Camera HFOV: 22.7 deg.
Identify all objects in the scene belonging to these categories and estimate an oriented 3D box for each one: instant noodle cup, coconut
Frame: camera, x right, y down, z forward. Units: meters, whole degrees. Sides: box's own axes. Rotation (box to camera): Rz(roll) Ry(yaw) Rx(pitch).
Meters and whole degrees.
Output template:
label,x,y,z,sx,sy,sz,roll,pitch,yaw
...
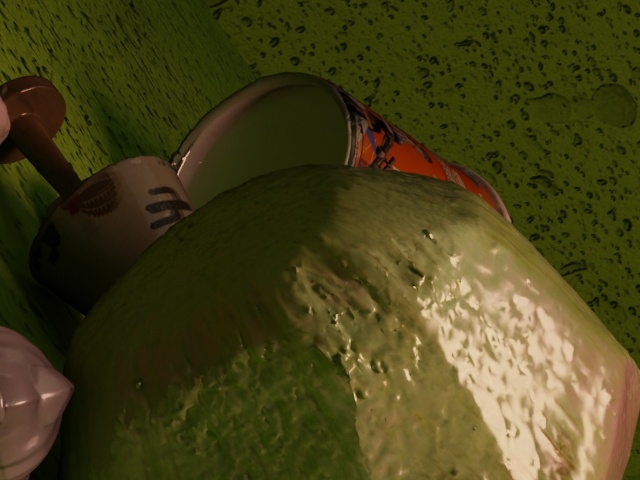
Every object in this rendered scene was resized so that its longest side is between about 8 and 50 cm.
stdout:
label,x,y,z,sx,sy,sz,roll,pitch,yaw
instant noodle cup,0.000,0.000,1.417,0.214,0.296,0.296,39,17,-42
coconut,0.023,0.123,0.879,0.328,0.328,0.281,52,-9,-23

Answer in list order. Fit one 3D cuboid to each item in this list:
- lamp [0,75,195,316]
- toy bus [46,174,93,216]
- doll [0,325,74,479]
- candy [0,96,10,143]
label,x,y,z,sx,sy,sz,roll,pitch,yaw
lamp,-0.155,-0.023,1.083,0.214,0.121,0.121,49,4,27
toy bus,-0.153,0.008,1.174,0.123,0.060,0.075,61,12,19
doll,-0.161,0.079,0.795,0.180,0.079,0.094,175,-96,-84
candy,-0.239,-0.073,0.596,0.185,0.137,0.195,56,20,5
